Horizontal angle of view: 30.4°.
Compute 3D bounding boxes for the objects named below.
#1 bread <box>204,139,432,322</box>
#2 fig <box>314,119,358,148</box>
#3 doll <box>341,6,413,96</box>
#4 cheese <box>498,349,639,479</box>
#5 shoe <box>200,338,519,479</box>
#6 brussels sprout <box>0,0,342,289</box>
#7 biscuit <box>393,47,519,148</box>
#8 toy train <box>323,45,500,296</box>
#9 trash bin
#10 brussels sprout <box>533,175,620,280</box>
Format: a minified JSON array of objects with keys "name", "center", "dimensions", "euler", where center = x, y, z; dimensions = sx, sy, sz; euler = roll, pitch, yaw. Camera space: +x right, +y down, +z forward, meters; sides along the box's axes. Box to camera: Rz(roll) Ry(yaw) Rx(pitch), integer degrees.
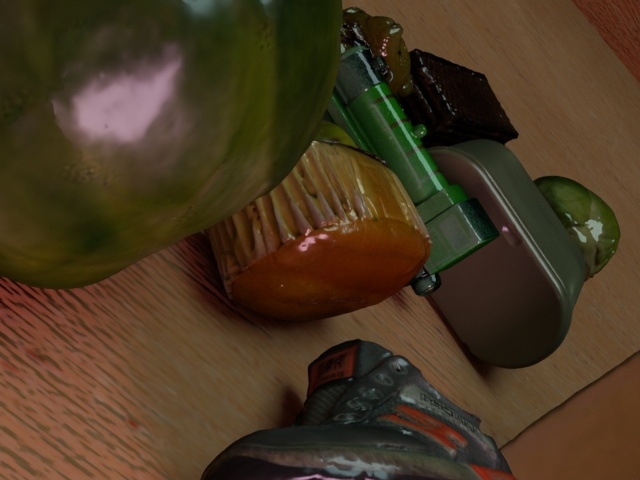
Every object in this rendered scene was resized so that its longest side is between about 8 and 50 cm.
[{"name":"bread","center":[0.000,0.000,0.905],"dimensions":[0.190,0.132,0.114],"euler":[13,46,-51]},{"name":"fig","center":[-0.039,-0.055,0.991],"dimensions":[0.166,0.093,0.093],"euler":[-8,63,-39]},{"name":"doll","center":[0.037,-0.206,1.297],"dimensions":[0.137,0.097,0.209],"euler":[61,29,1]},{"name":"cheese","center":[0.302,0.205,1.060],"dimensions":[0.265,0.242,0.124],"euler":[22,31,-51]},{"name":"shoe","center":[0.029,0.135,0.802],"dimensions":[0.336,0.132,0.171],"euler":[25,33,-52]},{"name":"brussels sprout","center":[-0.120,-0.136,0.693],"dimensions":[0.289,0.281,0.355],"euler":[60,15,10]},{"name":"biscuit","center":[0.168,-0.169,1.516],"dimensions":[0.252,0.070,0.106],"euler":[3,56,-61]},{"name":"toy train","center":[0.061,-0.069,1.128],"dimensions":[0.251,0.119,0.085],"euler":[60,25,8]},{"name":"trash bin","center":[0.187,0.000,1.277],"dimensions":[0.243,0.121,0.247],"euler":[56,20,2]},{"name":"brussels sprout","center":[0.316,-0.012,1.528],"dimensions":[0.155,0.117,0.155],"euler":[19,50,-25]}]
